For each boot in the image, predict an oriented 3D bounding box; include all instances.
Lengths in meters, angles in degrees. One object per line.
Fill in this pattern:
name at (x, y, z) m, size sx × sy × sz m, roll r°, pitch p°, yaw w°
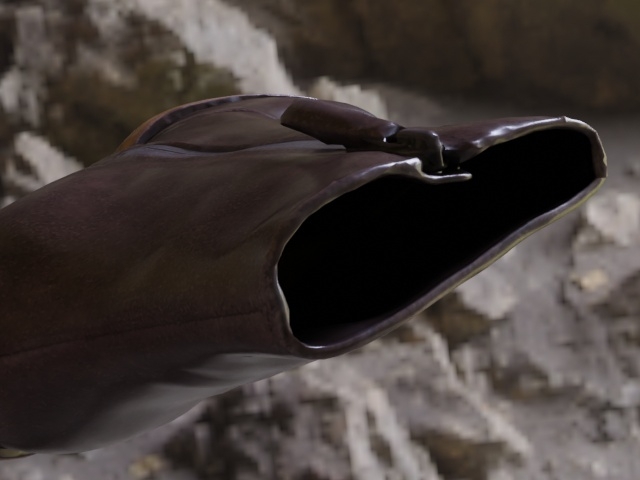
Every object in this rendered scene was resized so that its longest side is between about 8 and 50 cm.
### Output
boot at (0.000, 0.000, 0.561) m, size 0.207 × 0.090 × 0.248 m, roll -11°, pitch 9°, yaw 43°
